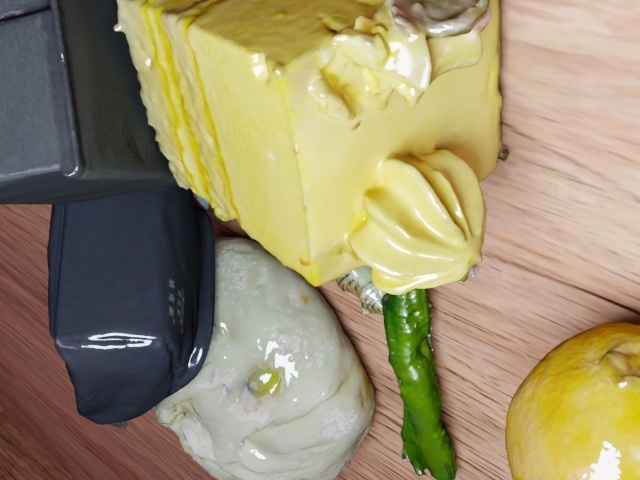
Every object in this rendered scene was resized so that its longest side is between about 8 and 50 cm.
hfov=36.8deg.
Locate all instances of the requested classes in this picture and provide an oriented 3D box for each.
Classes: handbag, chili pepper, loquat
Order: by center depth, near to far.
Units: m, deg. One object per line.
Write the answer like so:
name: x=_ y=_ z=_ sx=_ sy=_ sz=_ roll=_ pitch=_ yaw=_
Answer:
loquat: x=0.235 y=0.169 z=0.763 sx=0.176 sy=0.187 sz=0.234 roll=22 pitch=147 yaw=29
chili pepper: x=0.113 y=0.145 z=1.046 sx=0.085 sy=0.076 sz=0.359 roll=37 pitch=148 yaw=36
handbag: x=-0.212 y=0.051 z=1.134 sx=0.275 sy=0.177 sz=0.302 roll=90 pitch=176 yaw=-59

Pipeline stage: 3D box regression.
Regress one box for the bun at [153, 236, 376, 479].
bun: x=-0.106 y=0.179 z=1.257 sx=0.365 sy=0.219 sz=0.365 roll=32 pitch=142 yaw=30

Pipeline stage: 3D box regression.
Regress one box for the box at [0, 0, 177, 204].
box: x=-0.243 y=-0.162 z=0.862 sx=0.345 sy=0.204 sz=0.251 roll=-7 pitch=-90 yaw=-77

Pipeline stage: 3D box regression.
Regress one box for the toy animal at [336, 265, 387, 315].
toy animal: x=0.000 y=0.000 z=1.075 sx=0.241 sy=0.057 sz=0.099 roll=34 pitch=146 yaw=32

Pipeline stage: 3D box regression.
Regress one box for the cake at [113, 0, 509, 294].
cake: x=0.023 y=-0.112 z=0.756 sx=0.286 sy=0.222 sz=0.227 roll=29 pitch=144 yaw=39

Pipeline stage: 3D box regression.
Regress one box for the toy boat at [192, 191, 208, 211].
toy boat: x=-0.271 y=-0.071 z=1.361 sx=0.392 sy=0.079 sz=0.136 roll=-4 pitch=129 yaw=53
